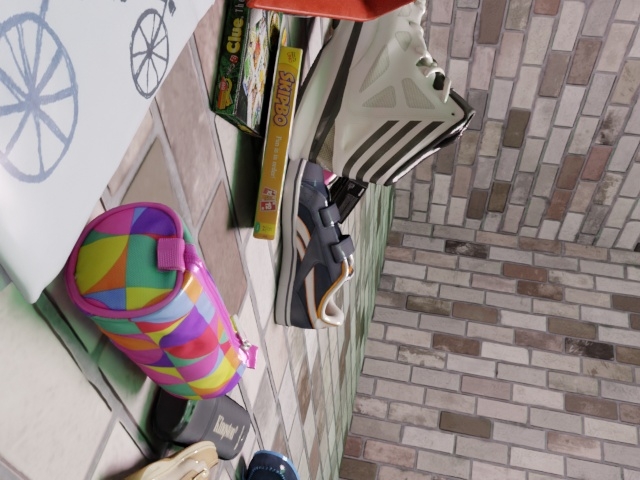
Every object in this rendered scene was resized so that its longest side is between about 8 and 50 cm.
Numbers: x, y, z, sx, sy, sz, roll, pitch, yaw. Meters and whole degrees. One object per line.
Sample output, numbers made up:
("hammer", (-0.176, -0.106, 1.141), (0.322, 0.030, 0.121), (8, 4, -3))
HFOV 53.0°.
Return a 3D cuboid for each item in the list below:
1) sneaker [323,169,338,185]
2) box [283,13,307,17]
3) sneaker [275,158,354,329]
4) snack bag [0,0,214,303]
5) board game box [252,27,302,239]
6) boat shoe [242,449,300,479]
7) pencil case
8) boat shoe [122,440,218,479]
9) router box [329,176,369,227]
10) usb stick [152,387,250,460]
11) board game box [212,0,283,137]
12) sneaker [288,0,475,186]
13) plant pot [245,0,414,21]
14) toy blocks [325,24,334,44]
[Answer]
("sneaker", (0.024, -0.157, 1.282), (0.075, 0.063, 0.171), (80, 16, -45))
("box", (0.001, -0.485, 0.896), (0.232, 0.058, 0.322), (-60, 156, -65))
("sneaker", (0.000, 0.000, 1.112), (0.126, 0.127, 0.321), (-48, 144, -70))
("snack bag", (-0.149, -0.189, 0.359), (0.323, 0.037, 0.343), (86, 16, -52))
("board game box", (-0.056, -0.136, 0.846), (0.124, 0.039, 0.260), (-119, -145, -82))
("boat shoe", (-0.084, 0.458, 1.074), (0.089, 0.108, 0.259), (-63, 157, -52))
("pencil case", (-0.122, 0.063, 0.543), (0.236, 0.104, 0.105), (77, 24, -63))
("boat shoe", (-0.142, 0.244, 0.631), (0.059, 0.063, 0.170), (56, 11, 13))
("router box", (0.052, -0.102, 1.340), (0.179, 0.046, 0.133), (-55, -167, 45))
("usb stick", (-0.132, 0.213, 0.761), (0.278, 0.045, 0.077), (76, 24, -66))
("board game box", (-0.074, -0.261, 0.749), (0.136, 0.030, 0.260), (14, 85, -78))
("sneaker", (0.139, -0.291, 1.013), (0.169, 0.257, 0.448), (58, 55, -86))
("plant pot", (0.065, -0.395, 0.657), (0.267, 0.267, 0.236), (-22, 97, -55))
("toy blocks", (0.037, -0.398, 1.185), (0.123, 0.054, 0.148), (83, 18, -58))
